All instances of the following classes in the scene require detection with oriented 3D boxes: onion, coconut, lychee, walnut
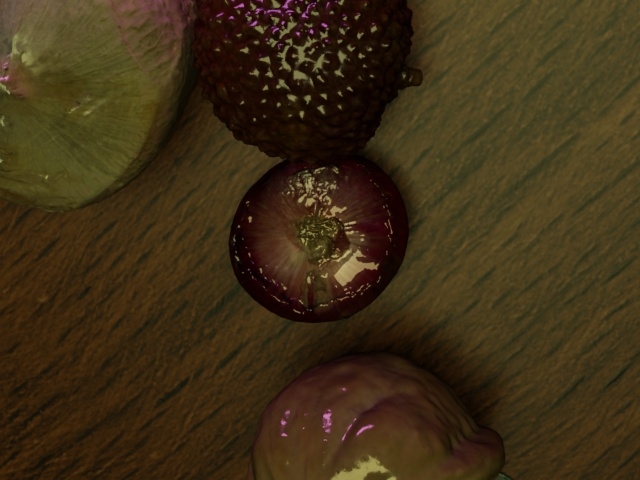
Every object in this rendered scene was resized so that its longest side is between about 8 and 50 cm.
[{"bbox_3d":[-0.003,-0.005,1.859,0.248,0.161,0.248,0,95,-1],"label":"onion"},{"bbox_3d":[-0.358,-0.224,1.766,0.404,0.404,0.404,1,100,8],"label":"coconut"},{"bbox_3d":[-0.013,-0.238,1.757,0.304,0.276,0.275,12,102,-10],"label":"lychee"},{"bbox_3d":[0.070,0.325,1.805,0.381,0.381,0.381,1,100,8],"label":"walnut"}]

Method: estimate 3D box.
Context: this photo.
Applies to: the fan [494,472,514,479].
[{"bbox_3d":[0.219,0.358,1.969,0.113,0.005,0.175,-38,95,13],"label":"fan"}]
